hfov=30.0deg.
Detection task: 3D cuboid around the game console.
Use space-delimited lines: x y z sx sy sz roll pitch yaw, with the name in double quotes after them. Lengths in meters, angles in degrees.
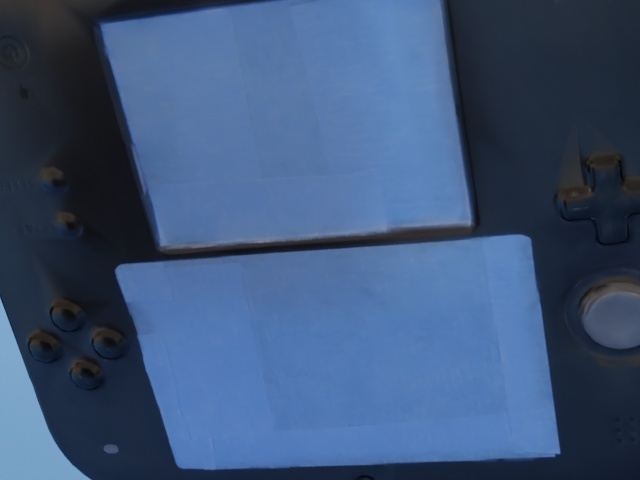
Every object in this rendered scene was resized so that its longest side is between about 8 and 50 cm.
0.000 0.000 0.638 0.387 0.342 0.060 -5 -148 14 "game console"
